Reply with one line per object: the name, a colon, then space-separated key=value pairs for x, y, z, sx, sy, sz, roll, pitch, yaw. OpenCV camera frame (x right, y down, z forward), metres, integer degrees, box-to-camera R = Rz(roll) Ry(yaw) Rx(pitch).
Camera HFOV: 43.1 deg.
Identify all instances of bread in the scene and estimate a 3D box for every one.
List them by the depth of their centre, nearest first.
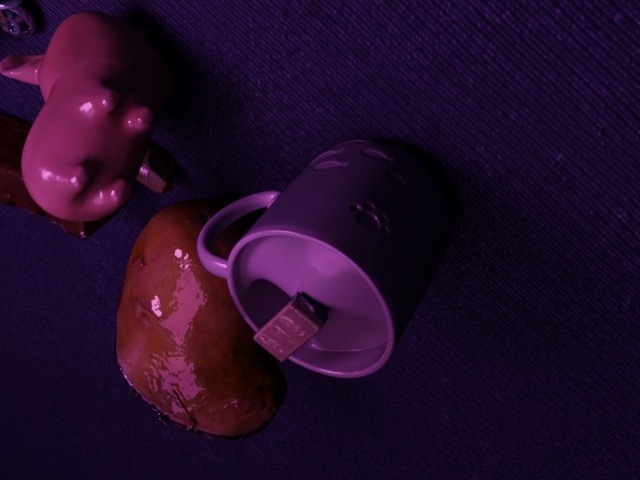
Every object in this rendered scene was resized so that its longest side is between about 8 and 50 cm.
bread: x=-0.562 y=-0.138 z=1.532 sx=0.417 sy=0.165 sz=0.113 roll=21 pitch=131 yaw=18

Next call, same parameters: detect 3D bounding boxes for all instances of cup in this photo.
cup: x=0.000 y=0.000 z=1.192 sx=0.357 sy=0.274 sz=0.259 roll=14 pitch=133 yaw=25

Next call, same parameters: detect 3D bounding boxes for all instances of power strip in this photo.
power strip: x=-0.041 y=0.118 z=1.094 sx=0.056 sy=0.032 sz=0.123 roll=40 pitch=138 yaw=-5

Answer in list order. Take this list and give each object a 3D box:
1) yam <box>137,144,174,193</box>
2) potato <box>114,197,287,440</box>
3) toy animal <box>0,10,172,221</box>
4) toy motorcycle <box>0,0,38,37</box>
yam: x=-0.321 y=-0.142 z=1.434 sx=0.146 sy=0.069 sz=0.069 roll=29 pitch=138 yaw=11
potato: x=-0.186 y=0.125 z=1.407 sx=0.397 sy=0.290 sz=0.296 roll=58 pitch=139 yaw=19
toy animal: x=-0.347 y=-0.188 z=1.242 sx=0.269 sy=0.326 sz=0.237 roll=15 pitch=167 yaw=45
toy motorcycle: x=-0.606 y=-0.434 z=1.310 sx=0.297 sy=0.109 sz=0.198 roll=22 pitch=155 yaw=-2
